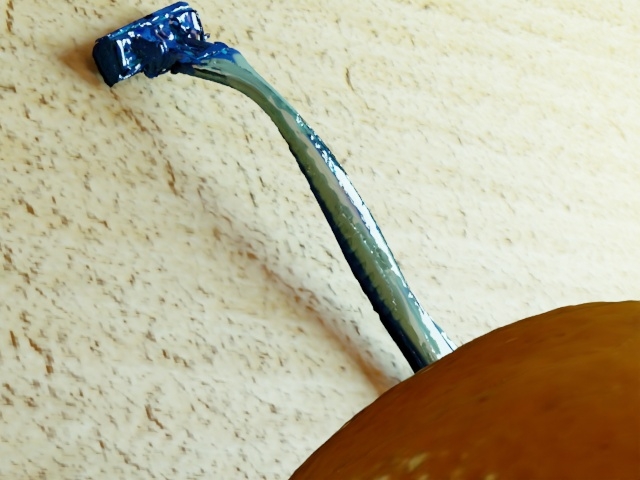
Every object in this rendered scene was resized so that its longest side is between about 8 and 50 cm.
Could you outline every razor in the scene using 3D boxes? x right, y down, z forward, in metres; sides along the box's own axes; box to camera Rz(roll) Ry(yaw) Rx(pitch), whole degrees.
[{"bbox_3d":[0.007,-0.007,1.070,0.324,0.056,0.093,51,34,3],"label":"razor"}]

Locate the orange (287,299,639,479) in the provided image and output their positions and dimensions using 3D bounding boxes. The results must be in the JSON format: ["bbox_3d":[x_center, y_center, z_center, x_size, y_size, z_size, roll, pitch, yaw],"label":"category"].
[{"bbox_3d":[0.123,0.228,0.724,0.424,0.326,0.424,-19,90,-75],"label":"orange"}]
